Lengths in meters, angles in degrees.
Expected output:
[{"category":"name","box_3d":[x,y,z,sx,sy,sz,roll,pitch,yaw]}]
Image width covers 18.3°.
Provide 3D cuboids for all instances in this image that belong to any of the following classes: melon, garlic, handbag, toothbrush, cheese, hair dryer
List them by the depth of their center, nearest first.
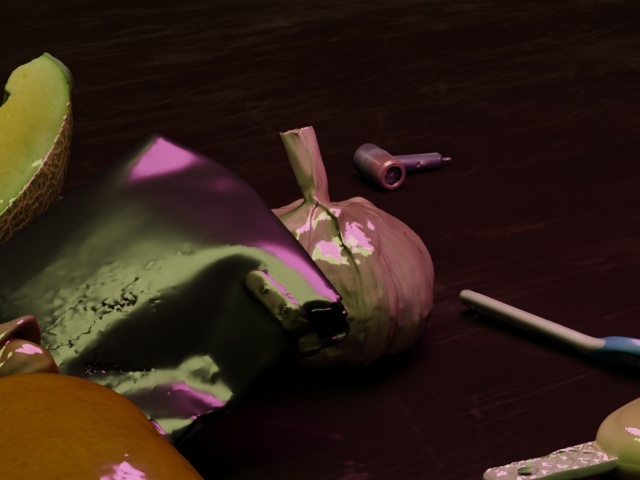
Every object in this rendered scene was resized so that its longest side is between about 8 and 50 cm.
[{"category":"cheese","box_3d":[0.249,0.168,1.587,0.252,0.054,0.127,-11,21,-19]},{"category":"handbag","box_3d":[-0.150,0.080,1.673,0.342,0.152,0.288,-40,45,-18]},{"category":"toothbrush","box_3d":[0.272,0.095,1.774,0.040,0.040,0.386,-22,29,-38]},{"category":"garlic","box_3d":[0.000,0.000,1.811,0.219,0.212,0.218,-2,19,1]},{"category":"melon","box_3d":[-0.304,-0.038,1.832,0.124,0.196,0.323,35,61,1]},{"category":"hair dryer","box_3d":[0.101,-0.086,2.246,0.114,0.037,0.063,-6,23,-28]}]

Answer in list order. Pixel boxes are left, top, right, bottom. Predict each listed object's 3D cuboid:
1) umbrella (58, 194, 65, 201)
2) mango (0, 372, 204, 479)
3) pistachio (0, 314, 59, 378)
[{"category":"umbrella","box_3d":[-0.391,0.024,1.950,0.340,0.118,0.118,-13,24,-15]},{"category":"mango","box_3d":[-0.193,0.223,1.253,0.300,0.232,0.445,-21,26,2]},{"category":"pistachio","box_3d":[-0.279,0.150,1.520,0.144,0.215,0.144,38,22,-18]}]
